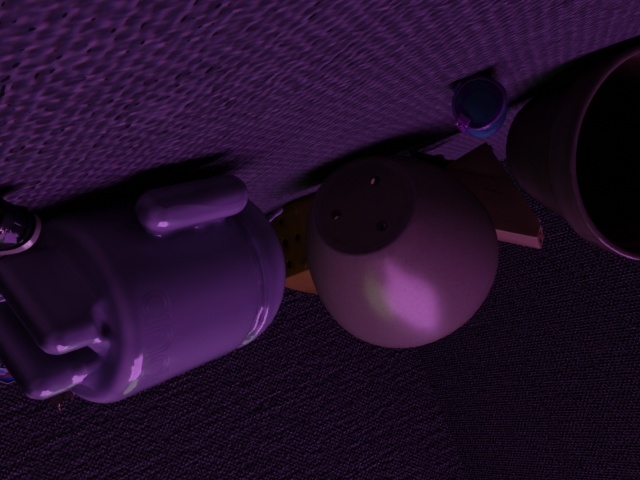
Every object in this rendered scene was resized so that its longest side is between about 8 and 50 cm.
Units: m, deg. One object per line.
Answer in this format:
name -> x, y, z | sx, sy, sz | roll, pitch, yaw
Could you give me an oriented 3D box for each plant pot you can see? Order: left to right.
plant pot -> 0.000, 0.000, 1.711 | 0.187, 0.212, 0.212 | -2, 167, -38
plant pot -> 0.455, -0.150, 1.322 | 0.323, 0.323, 0.280 | -20, -164, -16

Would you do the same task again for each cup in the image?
cup -> 0.106, -0.013, 1.343 | 0.331, 0.331, 0.237 | -22, 151, 14

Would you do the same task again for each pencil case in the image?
pencil case -> 0.198, -0.164, 1.017 | 0.070, 0.064, 0.152 | -38, 174, 13

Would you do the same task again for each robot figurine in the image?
robot figurine -> -0.180, 0.050, 0.896 | 0.353, 0.199, 0.300 | -20, 152, -46

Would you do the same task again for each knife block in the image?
knife block -> 0.243, -0.056, 1.507 | 0.242, 0.275, 0.088 | -33, 159, 10

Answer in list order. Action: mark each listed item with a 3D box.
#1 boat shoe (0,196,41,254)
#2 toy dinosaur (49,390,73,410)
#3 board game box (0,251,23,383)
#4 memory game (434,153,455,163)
boat shoe -> -0.291, -0.003, 0.656 | 0.133, 0.048, 0.042 | -15, 152, 19
toy dinosaur -> -0.395, 0.175, 1.386 | 0.200, 0.127, 0.296 | -39, 177, -41
board game box -> -0.415, 0.116, 1.106 | 0.193, 0.053, 0.305 | -21, 160, 0
memory game -> 0.197, -0.112, 1.639 | 0.186, 0.012, 0.186 | -18, -142, 15
